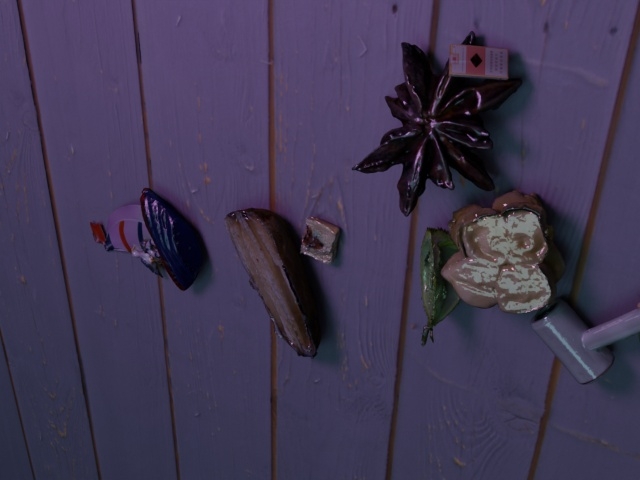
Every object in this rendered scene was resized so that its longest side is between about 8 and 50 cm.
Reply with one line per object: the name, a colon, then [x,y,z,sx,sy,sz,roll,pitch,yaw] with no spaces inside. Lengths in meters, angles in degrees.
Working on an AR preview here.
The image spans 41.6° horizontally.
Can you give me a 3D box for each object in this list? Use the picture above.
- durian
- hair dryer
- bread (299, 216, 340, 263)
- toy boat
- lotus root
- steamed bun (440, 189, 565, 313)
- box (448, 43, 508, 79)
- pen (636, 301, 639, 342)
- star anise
durian: [0.193,0.068,1.405,0.086,0.100,0.215,11,117,31]
hair dryer: [0.437,0.131,1.279,0.131,0.073,0.236,49,146,-2]
bread: [0.000,0.000,1.531,0.070,0.035,0.083,27,126,15]
toy boat: [-0.368,-0.022,1.746,0.318,0.072,0.219,26,132,29]
lotus root: [-0.066,0.075,1.599,0.167,0.078,0.329,11,128,55]
steamed bun: [0.283,0.018,1.318,0.192,0.106,0.177,-11,107,28]
box: [0.223,-0.251,1.185,0.083,0.012,0.046,4,80,-2]
pen: [0.527,0.195,1.320,0.040,0.032,0.233,-13,114,12]
star anise: [0.171,-0.175,1.255,0.212,0.129,0.283,20,109,20]
